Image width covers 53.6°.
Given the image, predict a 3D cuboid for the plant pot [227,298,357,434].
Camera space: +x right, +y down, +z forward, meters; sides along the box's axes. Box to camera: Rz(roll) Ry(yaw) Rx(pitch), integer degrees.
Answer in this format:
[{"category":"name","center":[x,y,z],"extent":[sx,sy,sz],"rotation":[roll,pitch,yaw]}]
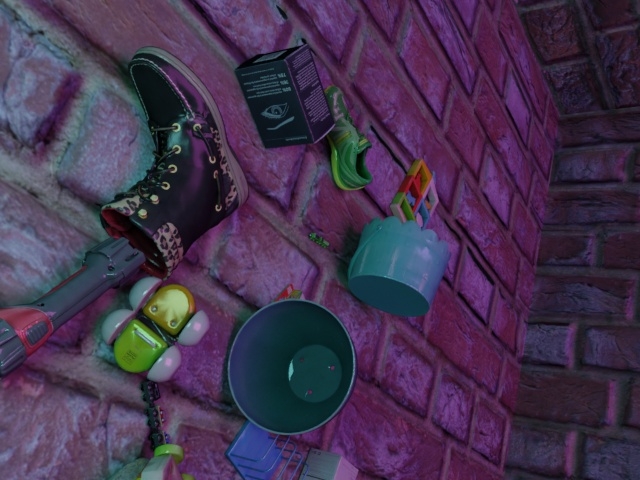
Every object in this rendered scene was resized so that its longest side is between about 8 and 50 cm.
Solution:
[{"category":"plant pot","center":[-0.040,0.295,1.453],"extent":[0.195,0.290,0.290],"rotation":[45,53,-66]}]

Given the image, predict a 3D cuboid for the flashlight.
[{"category":"flashlight","center":[-0.433,0.097,1.040],"extent":[0.103,0.103,0.304],"rotation":[44,42,-2]}]

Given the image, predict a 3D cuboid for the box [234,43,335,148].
[{"category":"box","center":[-0.080,-0.331,1.476],"extent":[0.108,0.153,0.207],"rotation":[-49,129,-43]}]

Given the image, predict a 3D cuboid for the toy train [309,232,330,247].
[{"category":"toy train","center":[0.000,0.000,1.695],"extent":[0.083,0.023,0.017],"rotation":[32,65,-49]}]

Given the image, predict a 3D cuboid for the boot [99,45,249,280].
[{"category":"boot","center":[-0.300,-0.138,1.193],"extent":[0.284,0.138,0.377],"rotation":[-56,138,-38]}]

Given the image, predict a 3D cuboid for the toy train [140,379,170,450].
[{"category":"toy train","center":[-0.323,0.347,1.246],"extent":[0.036,0.027,0.158],"rotation":[-27,112,-63]}]

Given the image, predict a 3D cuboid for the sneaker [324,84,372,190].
[{"category":"sneaker","center":[0.080,-0.281,1.721],"extent":[0.109,0.123,0.296],"rotation":[-40,121,-46]}]

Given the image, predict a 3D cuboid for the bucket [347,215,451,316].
[{"category":"bucket","center":[0.216,0.082,1.796],"extent":[0.281,0.281,0.183],"rotation":[49,53,-42]}]

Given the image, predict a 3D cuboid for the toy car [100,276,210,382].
[{"category":"toy car","center":[-0.305,0.168,1.187],"extent":[0.182,0.159,0.136],"rotation":[-52,177,-16]}]

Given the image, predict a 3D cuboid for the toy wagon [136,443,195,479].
[{"category":"toy wagon","center":[-0.272,0.559,1.170],"extent":[0.267,0.068,0.344],"rotation":[-99,-176,-46]}]

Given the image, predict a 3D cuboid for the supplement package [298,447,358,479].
[{"category":"supplement package","center":[0.007,0.648,1.635],"extent":[0.105,0.105,0.179],"rotation":[52,50,-41]}]

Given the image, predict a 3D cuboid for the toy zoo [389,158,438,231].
[{"category":"toy zoo","center":[0.330,-0.140,2.149],"extent":[0.293,0.030,0.192],"rotation":[-59,134,-36]}]

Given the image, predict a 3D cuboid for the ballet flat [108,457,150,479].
[{"category":"ballet flat","center":[-0.376,0.517,1.102],"extent":[0.316,0.106,0.108],"rotation":[-47,127,-44]}]

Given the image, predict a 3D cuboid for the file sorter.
[{"category":"file sorter","center":[-0.116,0.506,1.466],"extent":[0.118,0.104,0.170],"rotation":[-54,131,-40]}]

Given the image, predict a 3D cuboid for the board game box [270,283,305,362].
[{"category":"board game box","center":[-0.056,0.247,1.612],"extent":[0.124,0.039,0.260],"rotation":[-47,124,-44]}]
